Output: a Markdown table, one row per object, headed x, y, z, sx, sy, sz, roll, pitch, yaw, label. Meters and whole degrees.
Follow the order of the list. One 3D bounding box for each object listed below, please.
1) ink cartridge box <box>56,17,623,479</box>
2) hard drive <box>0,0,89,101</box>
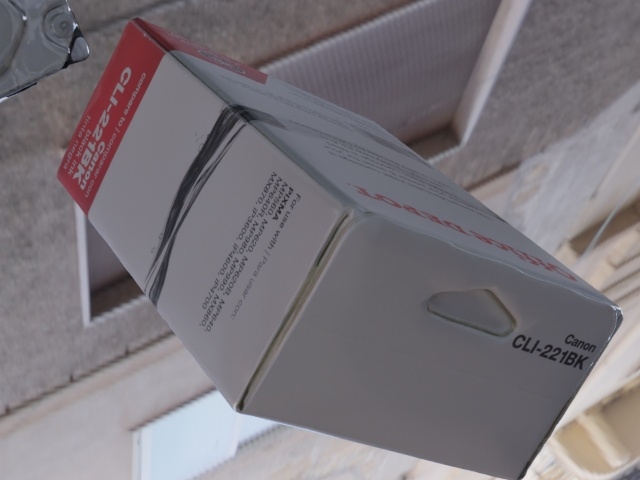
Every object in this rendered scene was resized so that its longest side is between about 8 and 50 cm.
| x | y | z | sx | sy | sz | roll | pitch | yaw | label |
| --- | --- | --- | --- | --- | --- | --- | --- | --- | --- |
| 0.000 | 0.000 | 0.747 | 0.197 | 0.114 | 0.273 | 20 | -166 | -36 | ink cartridge box |
| -0.288 | -0.117 | 0.564 | 0.339 | 0.064 | 0.237 | -31 | -73 | -30 | hard drive |
